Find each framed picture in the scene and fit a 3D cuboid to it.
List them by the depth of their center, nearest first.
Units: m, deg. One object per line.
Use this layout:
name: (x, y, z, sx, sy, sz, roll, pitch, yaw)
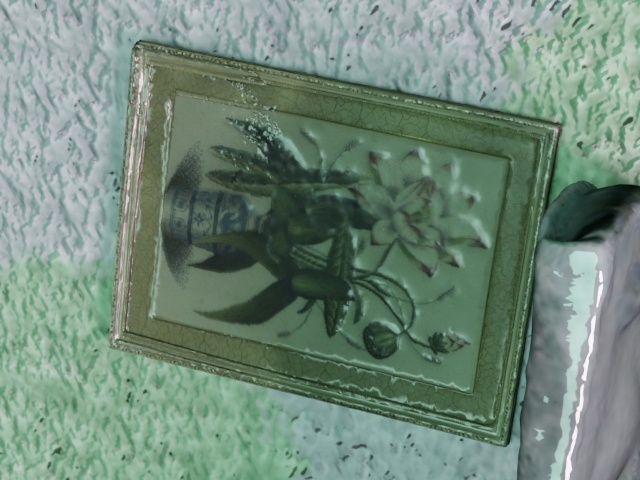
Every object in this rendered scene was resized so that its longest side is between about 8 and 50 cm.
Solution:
framed picture: (0.000, 0.000, 0.939, 0.231, 0.010, 0.173, 12, 107, 20)

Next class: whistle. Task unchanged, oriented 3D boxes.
whistle: (0.146, 0.183, 0.841, 0.188, 0.168, 0.405, -26, 88, 24)
